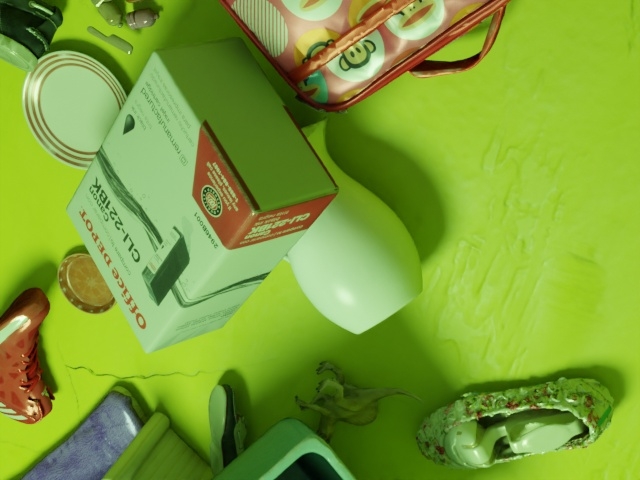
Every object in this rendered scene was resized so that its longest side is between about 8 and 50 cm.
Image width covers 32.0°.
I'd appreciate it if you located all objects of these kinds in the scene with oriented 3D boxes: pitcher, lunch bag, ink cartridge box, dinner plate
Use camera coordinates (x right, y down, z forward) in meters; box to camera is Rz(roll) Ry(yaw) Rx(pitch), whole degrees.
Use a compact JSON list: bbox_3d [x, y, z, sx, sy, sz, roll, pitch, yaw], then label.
[{"bbox_3d":[0.000,0.000,1.181,0.177,0.125,0.207,-35,88,45],"label":"pitcher"},{"bbox_3d":[0.060,-0.259,1.033,0.293,0.120,0.258,-32,104,31],"label":"lunch bag"},{"bbox_3d":[-0.131,-0.040,1.139,0.197,0.114,0.273,58,137,17],"label":"ink cartridge box"},{"bbox_3d":[-0.273,-0.148,1.263,0.141,0.017,0.141,8,116,17],"label":"dinner plate"}]

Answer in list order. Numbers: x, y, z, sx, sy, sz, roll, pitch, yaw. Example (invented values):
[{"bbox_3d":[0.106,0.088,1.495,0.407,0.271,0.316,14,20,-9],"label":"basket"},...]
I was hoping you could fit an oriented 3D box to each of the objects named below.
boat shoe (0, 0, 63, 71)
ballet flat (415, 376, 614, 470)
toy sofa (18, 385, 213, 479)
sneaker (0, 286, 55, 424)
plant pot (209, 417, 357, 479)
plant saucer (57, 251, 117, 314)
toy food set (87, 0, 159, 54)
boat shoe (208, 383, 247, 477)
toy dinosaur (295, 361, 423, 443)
[{"bbox_3d":[-0.390,-0.268,1.229,0.233,0.084,0.079,28,83,14],"label":"boat shoe"},{"bbox_3d":[0.202,0.207,1.221,0.241,0.077,0.091,-23,105,29],"label":"ballet flat"},{"bbox_3d":[-0.323,0.363,1.450,0.177,0.150,0.362,46,121,-7],"label":"toy sofa"},{"bbox_3d":[-0.368,0.152,1.417,0.128,0.087,0.221,41,134,-12],"label":"sneaker"},{"bbox_3d":[-0.046,0.347,1.258,0.248,0.252,0.247,-40,103,-4],"label":"plant pot"},{"bbox_3d":[-0.281,0.051,1.364,0.083,0.013,0.084,9,118,17],"label":"plant saucer"},{"bbox_3d":[-0.200,-0.264,1.181,0.078,0.019,0.122,29,113,5],"label":"toy food set"},{"bbox_3d":[-0.111,0.234,1.373,0.043,0.049,0.137,-9,116,-22],"label":"boat shoe"},{"bbox_3d":[0.034,0.183,1.298,0.092,0.053,0.183,39,130,-18],"label":"toy dinosaur"}]
